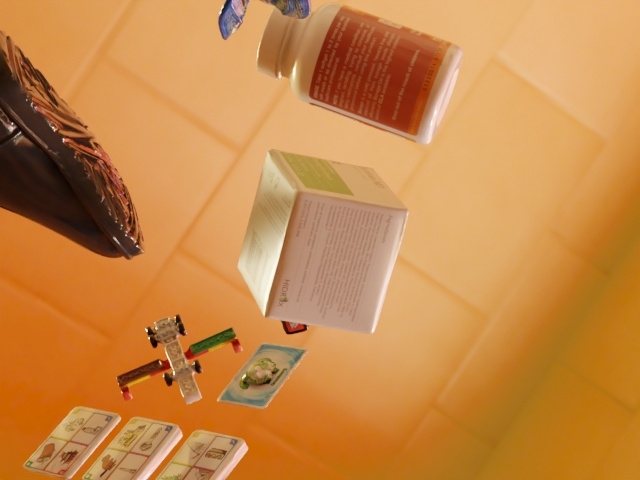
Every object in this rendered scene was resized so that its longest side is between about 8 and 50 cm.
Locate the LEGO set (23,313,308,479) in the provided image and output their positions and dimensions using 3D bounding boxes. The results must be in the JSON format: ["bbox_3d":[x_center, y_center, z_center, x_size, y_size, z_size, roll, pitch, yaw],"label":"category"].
[{"bbox_3d":[-0.106,0.136,1.276,0.182,0.244,0.060,6,-50,33],"label":"LEGO set"}]

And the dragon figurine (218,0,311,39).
[{"bbox_3d":[-0.060,-0.234,1.359,0.289,0.085,0.144,85,-12,-68],"label":"dragon figurine"}]

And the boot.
[{"bbox_3d":[-0.287,-0.038,1.248,0.246,0.207,0.094,55,12,-41],"label":"boot"}]

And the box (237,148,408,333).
[{"bbox_3d":[0.000,0.000,1.103,0.087,0.102,0.101,11,17,-18],"label":"box"}]

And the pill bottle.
[{"bbox_3d":[0.043,-0.199,1.718,0.216,0.121,0.121,21,-1,7],"label":"pill bottle"}]
